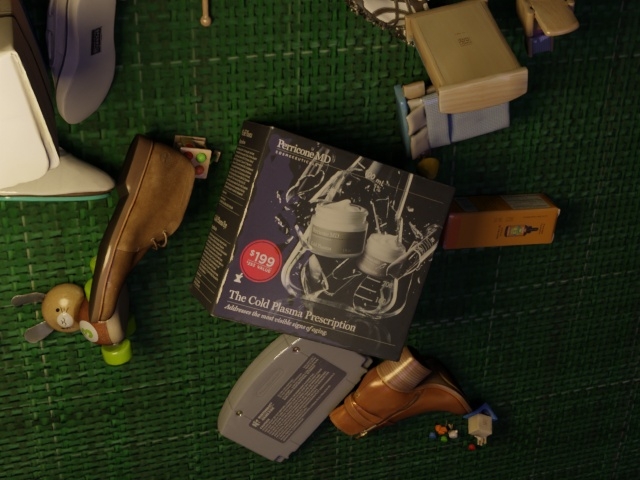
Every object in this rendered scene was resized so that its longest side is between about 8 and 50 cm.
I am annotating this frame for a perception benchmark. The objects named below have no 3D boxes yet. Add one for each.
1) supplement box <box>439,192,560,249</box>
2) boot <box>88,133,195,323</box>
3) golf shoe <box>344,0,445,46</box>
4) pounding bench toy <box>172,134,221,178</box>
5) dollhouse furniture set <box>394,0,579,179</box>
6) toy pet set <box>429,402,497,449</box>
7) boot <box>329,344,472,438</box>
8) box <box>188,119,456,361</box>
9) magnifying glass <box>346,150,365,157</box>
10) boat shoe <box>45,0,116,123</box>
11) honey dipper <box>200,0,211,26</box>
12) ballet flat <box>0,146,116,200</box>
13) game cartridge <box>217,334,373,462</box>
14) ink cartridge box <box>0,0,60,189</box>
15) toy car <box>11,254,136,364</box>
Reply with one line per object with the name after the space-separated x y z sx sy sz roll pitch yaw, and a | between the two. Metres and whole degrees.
0.331 -0.038 1.844 0.233 0.080 0.078 -2 119 -16 | supplement box
-0.284 -0.006 1.531 0.115 0.112 0.305 20 86 -23 | boot
0.122 -0.386 1.586 0.198 0.077 0.094 18 108 -37 | golf shoe
-0.200 -0.137 1.616 0.083 0.065 0.052 4 116 -21 | pounding bench toy
0.284 -0.220 1.598 0.286 0.198 0.303 -14 140 -2 | dollhouse furniture set
0.316 0.396 2.103 0.122 0.065 0.114 21 144 -24 | toy pet set
0.168 0.340 1.972 0.220 0.109 0.283 -42 140 13 | boot
0.000 0.000 1.620 0.343 0.179 0.312 16 94 -21 | box
-0.010 -0.127 1.710 0.231 0.026 0.092 13 113 -23 | magnifying glass
-0.371 -0.296 1.454 0.096 0.088 0.267 -34 155 -34 | boat shoe
-0.178 -0.409 1.497 0.030 0.030 0.160 -9 123 -14 | honey dipper
-0.521 -0.114 1.496 0.400 0.139 0.139 -6 119 -15 | ballet flat
-0.059 0.294 1.911 0.196 0.060 0.294 34 103 -34 | game cartridge
-0.514 -0.200 1.280 0.285 0.395 0.166 -18 122 -9 | ink cartridge box
-0.423 0.124 1.651 0.188 0.149 0.155 -8 121 -1 | toy car
